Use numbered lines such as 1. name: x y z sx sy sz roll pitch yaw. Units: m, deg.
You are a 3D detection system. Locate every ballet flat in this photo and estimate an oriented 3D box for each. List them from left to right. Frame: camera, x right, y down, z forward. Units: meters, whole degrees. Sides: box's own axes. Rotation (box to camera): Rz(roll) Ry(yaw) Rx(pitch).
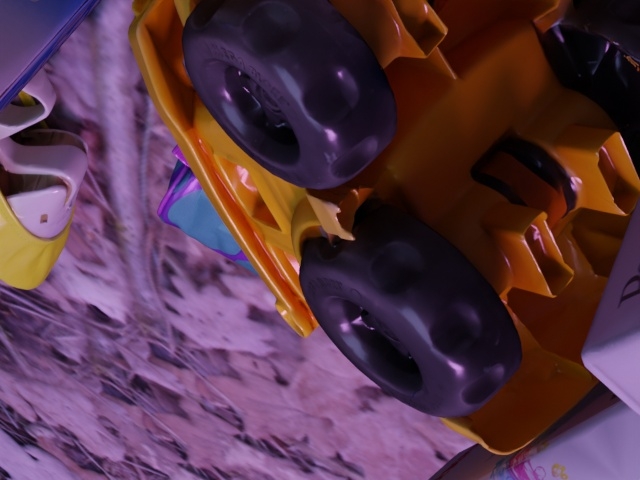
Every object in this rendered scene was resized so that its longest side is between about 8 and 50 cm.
1. ballet flat: -0.166 -0.056 0.677 0.077 0.077 0.231 0 136 18

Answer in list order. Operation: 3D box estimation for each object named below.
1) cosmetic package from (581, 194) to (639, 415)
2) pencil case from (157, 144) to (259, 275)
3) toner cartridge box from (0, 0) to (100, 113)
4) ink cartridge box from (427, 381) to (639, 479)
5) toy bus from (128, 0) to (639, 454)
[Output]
1. cosmetic package: 0.196 -0.005 0.327 0.151 0.151 0.183 41 140 -12
2. pencil case: 0.000 0.000 0.604 0.151 0.064 0.070 32 177 1
3. toner cartridge box: -0.247 -0.177 0.491 0.348 0.165 0.075 40 148 -12
4. ink cartridge box: 0.131 0.111 0.482 0.176 0.128 0.127 -33 83 26
5. toy bus: 0.007 -0.061 0.467 0.211 0.149 0.220 20 147 50
